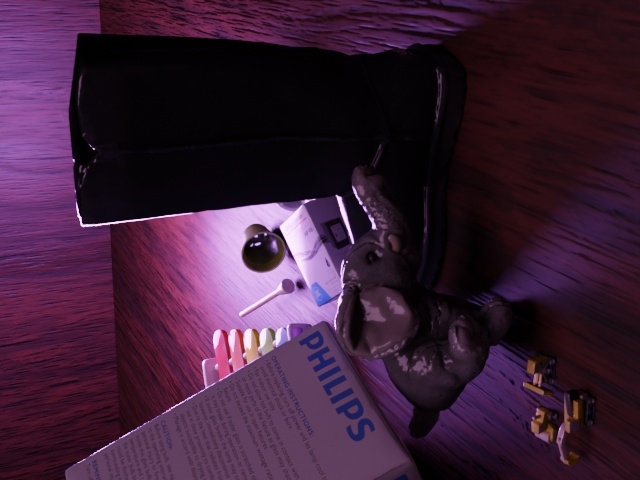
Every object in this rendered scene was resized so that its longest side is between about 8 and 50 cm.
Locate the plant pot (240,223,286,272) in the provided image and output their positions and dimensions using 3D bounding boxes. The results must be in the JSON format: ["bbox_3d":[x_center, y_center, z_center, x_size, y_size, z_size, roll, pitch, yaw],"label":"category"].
[{"bbox_3d":[-0.113,0.007,1.498,0.079,0.083,0.083,-123,34,-62],"label":"plant pot"}]

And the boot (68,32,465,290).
[{"bbox_3d":[-0.066,-0.056,0.961,0.146,0.445,0.367,39,130,54],"label":"boot"}]

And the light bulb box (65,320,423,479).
[{"bbox_3d":[-0.053,0.349,1.006,0.225,0.361,0.358,57,174,42],"label":"light bulb box"}]

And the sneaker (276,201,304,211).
[{"bbox_3d":[-0.079,-0.160,1.390,0.281,0.105,0.115,62,-177,26],"label":"sneaker"}]

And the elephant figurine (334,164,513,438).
[{"bbox_3d":[0.084,0.070,0.927,0.239,0.186,0.169,34,151,6],"label":"elephant figurine"}]

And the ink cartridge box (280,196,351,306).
[{"bbox_3d":[0.000,0.000,1.236,0.180,0.060,0.104,64,151,8],"label":"ink cartridge box"}]

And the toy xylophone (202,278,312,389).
[{"bbox_3d":[-0.108,0.213,1.472,0.322,0.081,0.236,-39,60,44],"label":"toy xylophone"}]

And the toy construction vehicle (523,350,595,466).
[{"bbox_3d":[0.247,0.179,0.859,0.086,0.035,0.098,27,120,59],"label":"toy construction vehicle"}]
